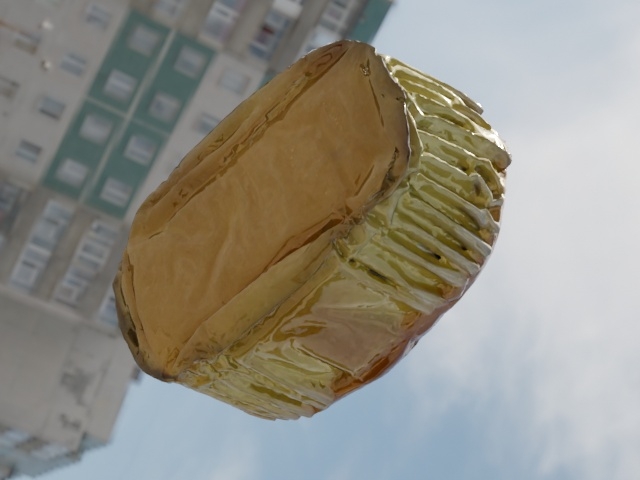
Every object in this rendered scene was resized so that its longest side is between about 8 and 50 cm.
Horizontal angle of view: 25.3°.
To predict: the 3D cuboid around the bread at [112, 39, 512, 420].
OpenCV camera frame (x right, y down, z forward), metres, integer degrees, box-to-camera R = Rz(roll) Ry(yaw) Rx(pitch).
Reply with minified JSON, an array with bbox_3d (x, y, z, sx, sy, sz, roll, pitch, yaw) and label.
[{"bbox_3d":[0.000,0.000,0.682,0.190,0.114,0.132,-44,-139,25],"label":"bread"}]
